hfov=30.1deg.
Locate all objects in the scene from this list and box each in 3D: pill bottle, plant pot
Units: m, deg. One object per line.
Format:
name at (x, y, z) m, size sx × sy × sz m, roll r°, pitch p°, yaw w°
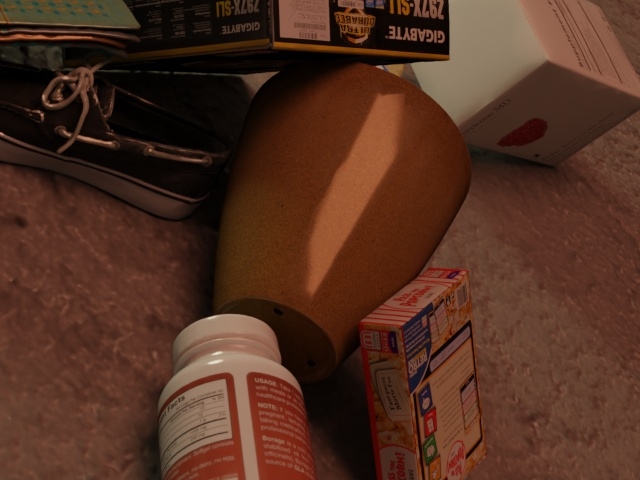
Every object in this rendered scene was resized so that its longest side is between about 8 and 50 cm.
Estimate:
pill bottle at (-0.066, 0.169, 0.937) m, size 0.121 × 0.121 × 0.216 m, roll 18°, pitch 40°, yaw -28°
plant pot at (0.000, 0.000, 1.119) m, size 0.237 × 0.237 × 0.254 m, roll 32°, pitch 48°, yaw -11°

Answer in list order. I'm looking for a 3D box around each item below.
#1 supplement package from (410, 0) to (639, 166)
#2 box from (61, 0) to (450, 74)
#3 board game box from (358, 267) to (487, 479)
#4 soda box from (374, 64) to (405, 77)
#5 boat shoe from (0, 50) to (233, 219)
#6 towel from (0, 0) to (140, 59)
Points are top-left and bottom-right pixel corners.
supplement package at (0.275, -0.231, 1.594) m, size 0.293 × 0.177 × 0.175 m, roll 7°, pitch 55°, yaw -50°
box at (-0.069, -0.216, 1.217) m, size 0.257 × 0.322 × 0.079 m, roll -8°, pitch 99°, yaw -46°
board game box at (0.097, 0.140, 1.083) m, size 0.146 × 0.045 × 0.194 m, roll -31°, pitch 118°, yaw -54°
soda box at (0.065, -0.211, 1.532) m, size 0.061 × 0.058 × 0.181 m, roll 35°, pitch 36°, yaw -7°
boat shoe at (-0.228, -0.118, 1.116) m, size 0.306 × 0.105 × 0.113 m, roll 26°, pitch 37°, yaw -20°
towel at (-0.380, -0.254, 1.097) m, size 0.370 × 0.040 × 0.271 m, roll -3°, pitch 40°, yaw -29°
